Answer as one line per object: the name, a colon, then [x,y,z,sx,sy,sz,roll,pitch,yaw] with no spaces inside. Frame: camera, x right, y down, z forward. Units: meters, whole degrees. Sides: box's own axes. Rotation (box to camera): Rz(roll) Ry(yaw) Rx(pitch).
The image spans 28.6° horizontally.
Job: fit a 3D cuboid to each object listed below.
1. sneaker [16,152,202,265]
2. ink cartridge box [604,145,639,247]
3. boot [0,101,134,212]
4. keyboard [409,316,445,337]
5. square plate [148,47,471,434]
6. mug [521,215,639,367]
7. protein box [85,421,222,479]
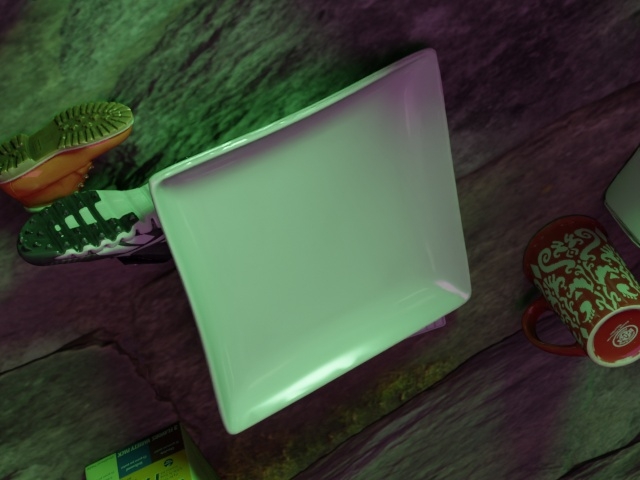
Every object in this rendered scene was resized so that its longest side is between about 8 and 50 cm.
sneaker: [-0.199,-0.008,1.311,0.234,0.078,0.106,-22,144,-23]
ink cartridge box: [0.514,-0.048,1.491,0.283,0.117,0.207,21,116,-28]
boot: [-0.253,-0.083,1.282,0.158,0.059,0.084,-23,134,6]
keyboard: [0.028,0.118,1.525,0.256,0.014,0.072,-18,127,-4]
square plate: [0.000,0.000,1.362,0.344,0.049,0.347,-28,128,-21]
mug: [0.320,0.077,1.487,0.113,0.169,0.150,-1,123,-17]
protein box: [-0.172,0.374,1.525,0.136,0.201,0.199,-27,127,2]
